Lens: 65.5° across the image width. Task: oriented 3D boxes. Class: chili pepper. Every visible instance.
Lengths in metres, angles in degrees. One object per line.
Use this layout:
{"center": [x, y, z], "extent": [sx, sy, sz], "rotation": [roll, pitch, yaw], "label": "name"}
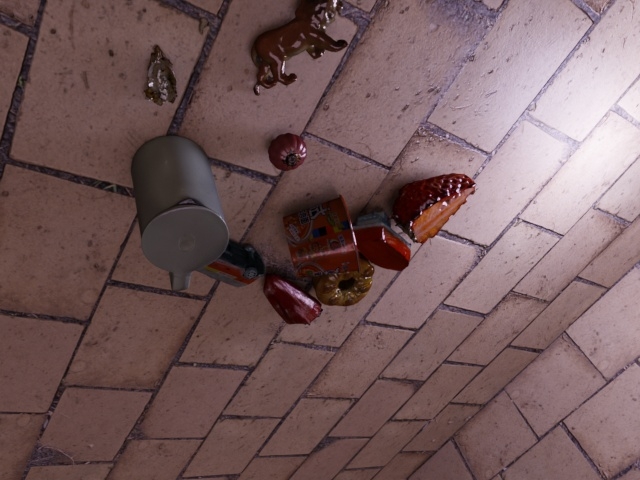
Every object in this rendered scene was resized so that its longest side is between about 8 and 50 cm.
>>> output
{"center": [-0.121, 0.192, 1.724], "extent": [0.136, 0.144, 0.252], "rotation": [-46, 122, -5], "label": "chili pepper"}

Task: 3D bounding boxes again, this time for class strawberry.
{"center": [0.345, -0.132, 1.619], "extent": [0.280, 0.150, 0.254], "rotation": [-50, 151, 18], "label": "strawberry"}

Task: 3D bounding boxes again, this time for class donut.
{"center": [0.079, 0.133, 1.750], "extent": [0.227, 0.113, 0.226], "rotation": [-13, 134, -13], "label": "donut"}

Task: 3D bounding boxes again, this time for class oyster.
{"center": [-0.367, -0.378, 1.158], "extent": [0.086, 0.029, 0.132], "rotation": [10, 122, -38], "label": "oyster"}

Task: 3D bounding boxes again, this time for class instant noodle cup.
{"center": [0.000, 0.000, 1.523], "extent": [0.192, 0.250, 0.250], "rotation": [-13, 134, 0], "label": "instant noodle cup"}

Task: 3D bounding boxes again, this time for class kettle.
{"center": [-0.365, -0.073, 1.228], "extent": [0.265, 0.317, 0.205], "rotation": [-46, 133, 16], "label": "kettle"}

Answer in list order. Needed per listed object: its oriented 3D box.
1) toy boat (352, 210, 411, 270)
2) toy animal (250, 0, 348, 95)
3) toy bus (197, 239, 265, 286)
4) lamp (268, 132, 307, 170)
{"center": [0.220, 0.002, 1.693], "extent": [0.145, 0.133, 0.332], "rotation": [-10, 154, 26], "label": "toy boat"}
{"center": [-0.060, -0.479, 1.174], "extent": [0.313, 0.097, 0.157], "rotation": [-31, 122, 7], "label": "toy animal"}
{"center": [-0.297, 0.056, 1.519], "extent": [0.120, 0.121, 0.265], "rotation": [-39, 135, 24], "label": "toy bus"}
{"center": [-0.090, -0.241, 1.357], "extent": [0.108, 0.092, 0.107], "rotation": [-13, 132, -15], "label": "lamp"}
